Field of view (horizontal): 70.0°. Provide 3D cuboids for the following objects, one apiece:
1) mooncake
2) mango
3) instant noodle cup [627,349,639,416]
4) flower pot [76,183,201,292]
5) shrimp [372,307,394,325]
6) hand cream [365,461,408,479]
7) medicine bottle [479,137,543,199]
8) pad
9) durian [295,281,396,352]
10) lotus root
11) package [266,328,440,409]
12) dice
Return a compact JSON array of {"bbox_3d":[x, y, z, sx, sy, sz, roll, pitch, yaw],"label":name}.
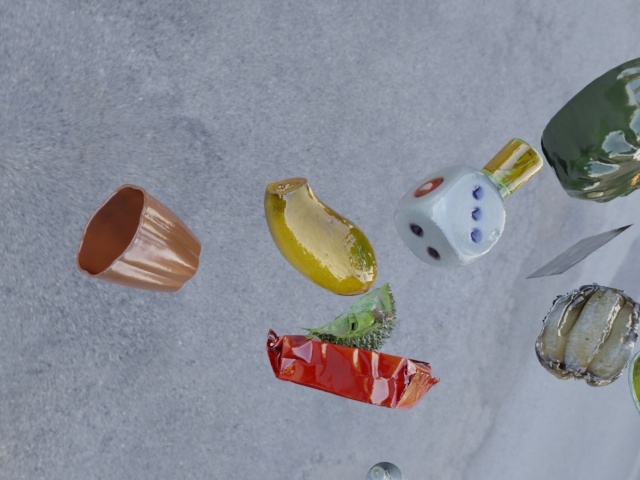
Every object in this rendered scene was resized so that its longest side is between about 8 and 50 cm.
[{"bbox_3d":[0.718,-0.243,1.059,0.356,0.356,0.194,5,58,-37],"label":"mooncake"},{"bbox_3d":[-0.004,0.001,1.085,0.359,0.187,0.144,43,30,-15],"label":"mango"},{"bbox_3d":[0.595,0.215,0.672,0.205,0.205,0.153,-37,154,-25],"label":"instant noodle cup"},{"bbox_3d":[-0.336,0.014,0.880,0.173,0.190,0.191,41,74,-48],"label":"flower pot"},{"bbox_3d":[0.168,0.199,1.198,0.059,0.108,0.023,8,99,-3],"label":"shrimp"},{"bbox_3d":[0.177,0.561,0.984,0.341,0.124,0.078,59,40,-39],"label":"hand cream"},{"bbox_3d":[0.526,-0.181,1.347,0.239,0.124,0.124,-45,125,6],"label":"medicine bottle"},{"bbox_3d":[0.513,0.029,0.927,0.158,0.235,0.003,-36,79,4],"label":"pad"},{"bbox_3d":[0.114,0.284,1.438,0.355,0.169,0.157,-24,144,-26],"label":"durian"},{"bbox_3d":[0.547,0.192,0.934,0.329,0.167,0.078,-30,130,-39],"label":"lotus root"},{"bbox_3d":[0.061,0.312,1.114,0.196,0.423,0.123,36,63,-57],"label":"package"},{"bbox_3d":[0.308,-0.056,1.099,0.193,0.194,0.192,-42,107,-21],"label":"dice"}]
